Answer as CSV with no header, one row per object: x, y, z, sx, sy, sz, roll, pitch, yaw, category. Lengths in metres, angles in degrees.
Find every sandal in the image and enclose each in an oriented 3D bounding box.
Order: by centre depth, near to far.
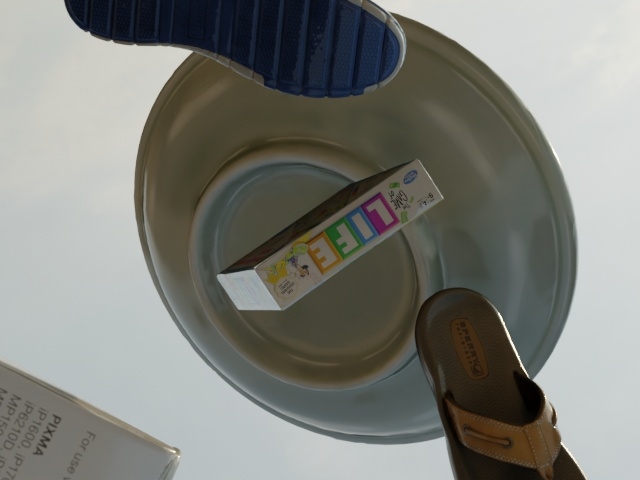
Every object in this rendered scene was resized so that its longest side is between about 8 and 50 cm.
0.129,0.119,0.952,0.090,0.060,0.219,-9,-120,-17,sandal

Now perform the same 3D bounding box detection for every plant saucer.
0.006,0.010,1.151,0.400,0.400,0.100,-22,-168,29,plant saucer

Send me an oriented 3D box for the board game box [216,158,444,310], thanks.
0.000,0.000,0.781,0.103,0.026,0.154,-34,-176,-11,board game box

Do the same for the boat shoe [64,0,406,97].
-0.040,-0.128,0.744,0.183,0.066,0.066,16,-153,7,boat shoe

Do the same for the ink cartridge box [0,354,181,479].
-0.247,0.079,0.668,0.131,0.306,0.226,-61,-166,-11,ink cartridge box
